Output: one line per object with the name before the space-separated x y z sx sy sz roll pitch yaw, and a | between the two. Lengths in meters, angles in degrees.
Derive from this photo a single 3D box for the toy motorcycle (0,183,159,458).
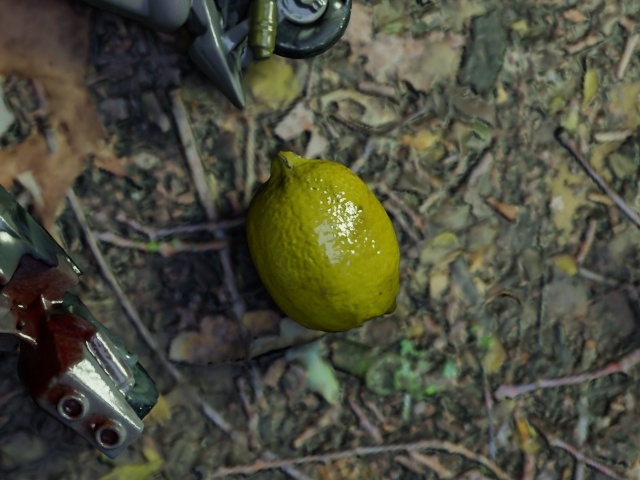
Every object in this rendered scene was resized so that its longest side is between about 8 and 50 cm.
toy motorcycle | -0.170 0.035 0.799 0.213 0.122 0.082 40 111 -15

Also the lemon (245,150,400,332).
lemon | 0.000 0.000 0.873 0.082 0.082 0.111 -33 96 -14

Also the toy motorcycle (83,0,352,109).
toy motorcycle | -0.091 -0.173 0.843 0.152 0.073 0.225 -38 101 -12
